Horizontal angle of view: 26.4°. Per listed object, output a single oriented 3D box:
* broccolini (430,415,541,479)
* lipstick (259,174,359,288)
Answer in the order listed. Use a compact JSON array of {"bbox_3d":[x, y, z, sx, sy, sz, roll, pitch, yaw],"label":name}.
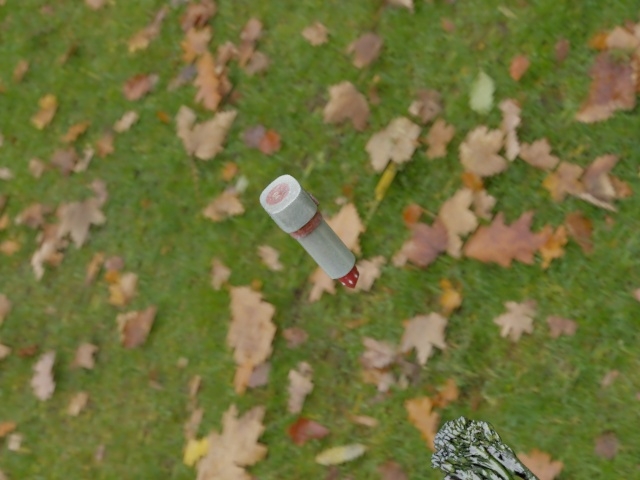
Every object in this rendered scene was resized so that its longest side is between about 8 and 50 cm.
[{"bbox_3d":[0.190,0.255,1.350,0.202,0.068,0.091,42,117,24],"label":"broccolini"},{"bbox_3d":[0.001,-0.001,1.709,0.057,0.186,0.063,-41,36,0],"label":"lipstick"}]
